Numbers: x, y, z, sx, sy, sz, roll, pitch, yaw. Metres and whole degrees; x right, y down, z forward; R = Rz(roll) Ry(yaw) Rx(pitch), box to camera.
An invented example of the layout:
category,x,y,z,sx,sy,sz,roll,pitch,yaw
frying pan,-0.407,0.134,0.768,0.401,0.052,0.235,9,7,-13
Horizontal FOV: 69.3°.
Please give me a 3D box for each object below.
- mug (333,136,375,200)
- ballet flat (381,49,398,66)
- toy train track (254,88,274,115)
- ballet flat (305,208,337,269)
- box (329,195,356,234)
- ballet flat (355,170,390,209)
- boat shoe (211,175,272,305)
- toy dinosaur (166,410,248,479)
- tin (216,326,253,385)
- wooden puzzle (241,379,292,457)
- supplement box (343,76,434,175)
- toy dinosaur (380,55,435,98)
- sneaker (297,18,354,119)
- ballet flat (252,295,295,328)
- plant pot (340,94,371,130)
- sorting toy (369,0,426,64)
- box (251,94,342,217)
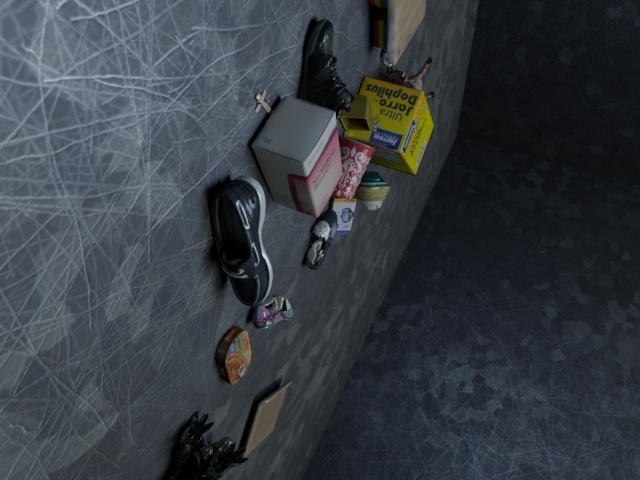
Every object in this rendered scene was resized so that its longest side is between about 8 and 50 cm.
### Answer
category,x,y,z,sx,sy,sz,roll,pitch,yaw
mug,0.092,-0.215,1.422,0.150,0.113,0.169,2,111,-63
ballet flat,0.223,-0.593,1.518,0.114,0.041,0.041,-5,114,-69
toy train track,-0.111,-0.276,0.947,0.048,0.014,0.083,-68,162,-3
ballet flat,0.000,0.000,1.457,0.074,0.074,0.203,-10,121,-68
box,0.069,-0.084,1.549,0.028,0.081,0.136,-120,-146,-52
ballet flat,0.173,-0.162,1.578,0.348,0.123,0.123,-71,176,-75
boat shoe,-0.170,0.020,0.956,0.091,0.114,0.302,-45,138,-52
toy dinosaur,-0.296,0.566,1.118,0.218,0.164,0.322,-58,-174,16
tin,-0.221,0.299,1.203,0.106,0.040,0.189,-49,153,-38
wooden puzzle,-0.194,0.611,1.599,0.238,0.044,0.221,-68,162,9
supplement box,0.240,-0.366,1.543,0.195,0.194,0.356,-70,161,3
toy dinosaur,0.275,-0.514,1.594,0.296,0.200,0.127,138,-64,-75
sneaker,0.025,-0.372,1.050,0.087,0.130,0.227,-34,139,-63
ballet flat,-0.128,0.199,1.317,0.221,0.077,0.079,8,82,-70
plant pot,0.109,-0.379,1.357,0.081,0.081,0.083,42,58,-70
sorting toy,0.221,-0.692,1.318,0.257,0.089,0.255,-60,159,-25
box,-0.041,-0.181,1.047,0.148,0.127,0.232,-62,163,-19
